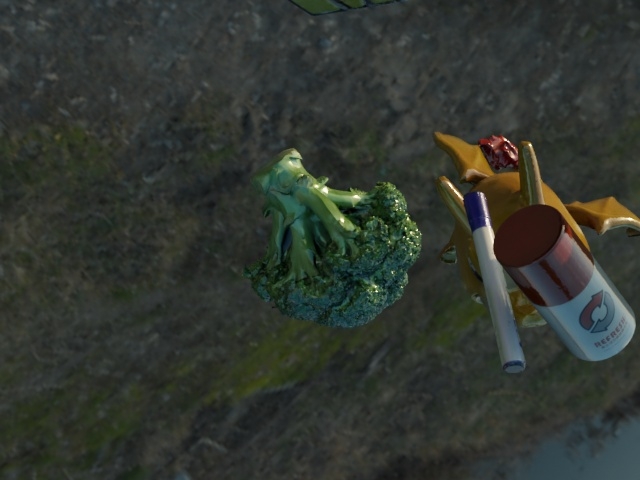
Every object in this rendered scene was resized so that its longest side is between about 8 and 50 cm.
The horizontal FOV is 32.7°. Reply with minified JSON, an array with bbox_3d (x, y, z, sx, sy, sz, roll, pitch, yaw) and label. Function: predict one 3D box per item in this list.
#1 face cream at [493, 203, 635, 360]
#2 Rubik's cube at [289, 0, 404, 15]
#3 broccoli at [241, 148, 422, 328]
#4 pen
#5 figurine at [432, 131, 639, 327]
[{"bbox_3d":[0.302,0.054,1.341,0.096,0.096,0.214,-47,127,-3],"label":"face cream"},{"bbox_3d":[0.023,-0.401,1.168,0.264,0.319,0.319,-11,130,-28],"label":"Rubik's cube"},{"bbox_3d":[0.000,0.000,1.508,0.270,0.270,0.270,-40,110,-12],"label":"broccoli"},{"bbox_3d":[0.226,0.050,1.426,0.033,0.269,0.033,-5,146,-3],"label":"pen"},{"bbox_3d":[0.314,-0.027,1.828,0.268,0.401,0.387,-56,172,10],"label":"figurine"}]
